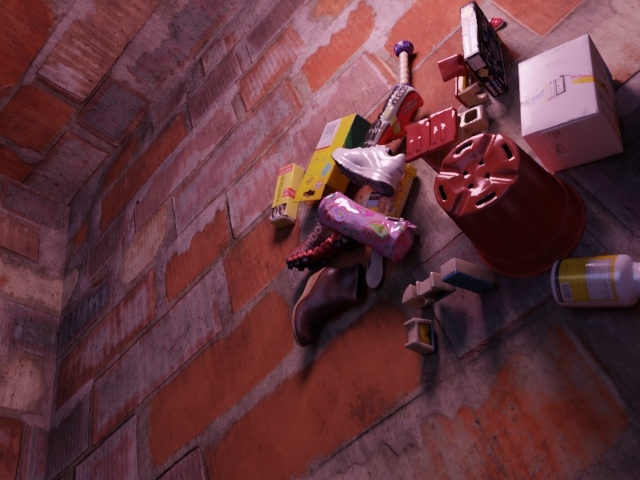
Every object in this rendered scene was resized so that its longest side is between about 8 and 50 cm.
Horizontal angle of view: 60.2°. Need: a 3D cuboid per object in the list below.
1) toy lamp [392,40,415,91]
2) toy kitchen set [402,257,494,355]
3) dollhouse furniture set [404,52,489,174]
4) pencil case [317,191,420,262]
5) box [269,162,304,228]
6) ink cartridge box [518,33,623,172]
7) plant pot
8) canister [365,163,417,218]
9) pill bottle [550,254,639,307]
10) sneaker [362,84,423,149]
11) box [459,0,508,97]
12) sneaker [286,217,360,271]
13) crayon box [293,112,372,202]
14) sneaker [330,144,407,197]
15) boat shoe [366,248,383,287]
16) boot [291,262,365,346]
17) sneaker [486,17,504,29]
[{"bbox_3d":[0.276,-0.545,1.834,0.080,0.080,0.274,-23,49,35],"label":"toy lamp"},{"bbox_3d":[0.308,0.170,1.326,0.207,0.122,0.166,-43,37,49],"label":"toy kitchen set"},{"bbox_3d":[0.353,-0.346,1.522,0.152,0.201,0.374,-18,54,39],"label":"dollhouse furniture set"},{"bbox_3d":[0.130,-0.042,1.553,0.284,0.124,0.124,26,85,30],"label":"pencil case"},{"bbox_3d":[-0.122,-0.163,2.013,0.087,0.058,0.232,-16,55,41],"label":"box"},{"bbox_3d":[0.579,-0.311,1.284,0.168,0.171,0.232,-16,55,39],"label":"ink cartridge box"},{"bbox_3d":[0.409,-0.088,1.241,0.272,0.265,0.272,-26,49,34],"label":"plant pot"},{"bbox_3d":[0.206,-0.141,1.644,0.126,0.073,0.169,6,72,49],"label":"canister"},{"bbox_3d":[0.565,0.081,1.094,0.184,0.103,0.103,-8,60,43],"label":"pill bottle"},{"bbox_3d":[0.228,-0.343,1.721,0.279,0.118,0.107,-58,17,12],"label":"sneaker"},{"bbox_3d":[0.461,-0.540,1.557,0.051,0.175,0.220,-20,52,36],"label":"box"},{"bbox_3d":[0.000,0.000,1.733,0.276,0.098,0.135,-29,59,28],"label":"sneaker"},{"bbox_3d":[0.038,-0.257,1.858,0.202,0.081,0.318,3,67,62],"label":"crayon box"},{"bbox_3d":[0.147,-0.226,1.640,0.129,0.111,0.297,-52,44,-5],"label":"sneaker"},{"bbox_3d":[0.155,0.079,1.579,0.046,0.038,0.125,4,68,2],"label":"boat shoe"},{"bbox_3d":[0.024,0.185,1.604,0.207,0.090,0.248,-15,52,43],"label":"boot"},{"bbox_3d":[0.498,-0.674,1.691,0.118,0.067,0.042,9,73,49],"label":"sneaker"}]
